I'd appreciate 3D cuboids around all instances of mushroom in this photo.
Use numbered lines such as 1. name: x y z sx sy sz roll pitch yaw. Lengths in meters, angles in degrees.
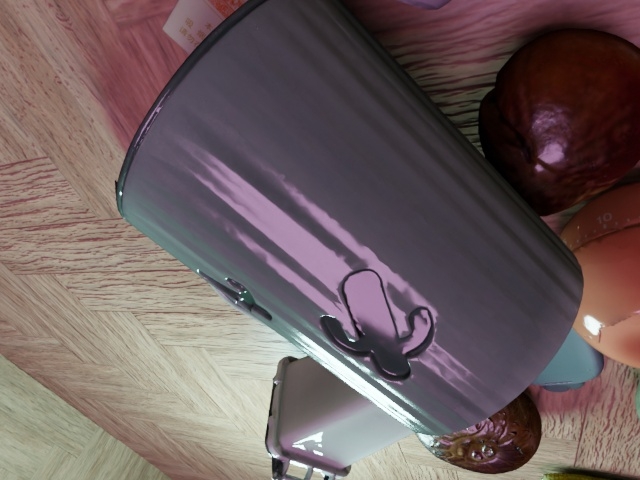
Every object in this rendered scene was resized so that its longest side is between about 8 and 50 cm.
1. mushroom: 0.364 0.439 0.979 0.297 0.163 0.278 11 135 8

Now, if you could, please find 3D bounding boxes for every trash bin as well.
1. trash bin: 0.063 0.385 0.949 0.256 0.296 0.367 34 128 -24

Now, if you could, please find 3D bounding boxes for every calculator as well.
1. calculator: 0.446 0.221 0.818 0.185 0.041 0.299 -18 123 33

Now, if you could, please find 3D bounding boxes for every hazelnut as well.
1. hazelnut: 0.264 -0.118 0.462 0.178 0.178 0.204 17 142 4

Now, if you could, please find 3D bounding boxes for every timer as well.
1. timer: 0.427 0.043 0.532 0.229 0.215 0.230 15 140 13

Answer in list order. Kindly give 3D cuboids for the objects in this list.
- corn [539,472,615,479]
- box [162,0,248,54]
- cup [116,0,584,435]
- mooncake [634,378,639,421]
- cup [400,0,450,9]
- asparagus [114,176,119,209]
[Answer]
1. corn: 0.789 0.717 1.120 0.344 0.131 0.131 5 135 16
2. box: -0.083 -0.284 0.503 0.141 0.058 0.201 42 132 -21
3. cup: 0.021 -0.016 0.494 0.392 0.310 0.401 42 166 -2
4. mooncake: 0.688 0.252 0.694 0.254 0.136 0.250 3 132 24
5. cup: 0.075 -0.333 0.329 0.226 0.182 0.264 17 130 17
6. asparagus: -0.220 -0.118 0.668 0.382 0.108 0.128 -25 124 41
